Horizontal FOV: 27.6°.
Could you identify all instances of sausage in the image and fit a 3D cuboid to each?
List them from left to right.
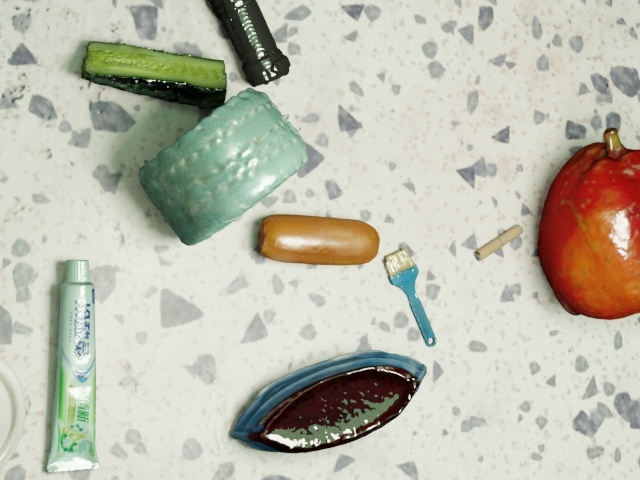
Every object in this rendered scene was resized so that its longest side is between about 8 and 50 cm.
[{"bbox_3d":[0.000,0.000,1.971,0.197,0.076,0.076,4,84,-24],"label":"sausage"}]

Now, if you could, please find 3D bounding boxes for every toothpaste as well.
[{"bbox_3d":[-0.344,0.175,1.830,0.074,0.048,0.297,2,89,-26],"label":"toothpaste"}]

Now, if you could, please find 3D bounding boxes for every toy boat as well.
[{"bbox_3d":[0.015,0.239,1.930,0.309,0.142,0.129,-19,96,-6],"label":"toy boat"}]

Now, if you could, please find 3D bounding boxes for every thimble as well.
[{"bbox_3d":[-0.136,-0.108,1.850,0.235,0.198,0.143,-35,97,6],"label":"thimble"}]

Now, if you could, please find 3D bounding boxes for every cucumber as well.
[{"bbox_3d":[-0.243,-0.235,1.899,0.211,0.062,0.078,5,50,-17],"label":"cucumber"}]

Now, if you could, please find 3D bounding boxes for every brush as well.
[{"bbox_3d":[0.147,0.093,2.057,0.051,0.014,0.164,-25,96,-21],"label":"brush"}]

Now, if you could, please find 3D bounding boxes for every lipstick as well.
[{"bbox_3d":[0.290,0.003,2.121,0.094,0.019,0.019,-31,98,-22],"label":"lipstick"}]

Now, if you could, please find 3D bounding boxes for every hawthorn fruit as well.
[{"bbox_3d":[0.471,-0.033,2.065,0.265,0.265,0.307,-18,107,-23],"label":"hawthorn fruit"}]

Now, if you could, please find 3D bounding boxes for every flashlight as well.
[{"bbox_3d":[-0.122,-0.340,1.945,0.093,0.093,0.232,-28,102,-22],"label":"flashlight"}]

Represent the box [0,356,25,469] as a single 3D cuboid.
[{"bbox_3d":[-0.488,0.184,1.634,0.262,0.206,0.291,4,93,-44],"label":"box"}]
